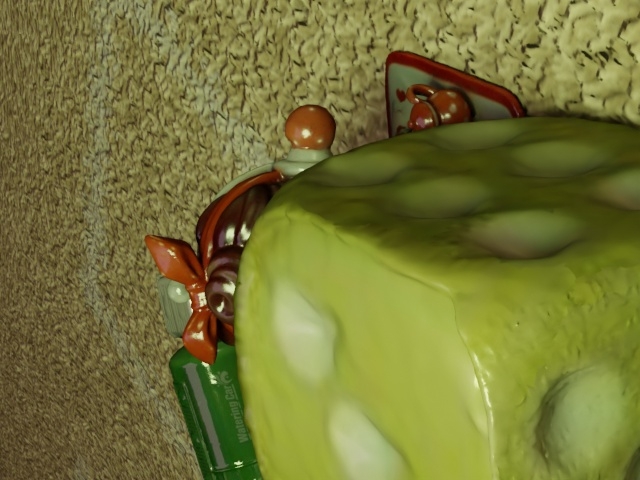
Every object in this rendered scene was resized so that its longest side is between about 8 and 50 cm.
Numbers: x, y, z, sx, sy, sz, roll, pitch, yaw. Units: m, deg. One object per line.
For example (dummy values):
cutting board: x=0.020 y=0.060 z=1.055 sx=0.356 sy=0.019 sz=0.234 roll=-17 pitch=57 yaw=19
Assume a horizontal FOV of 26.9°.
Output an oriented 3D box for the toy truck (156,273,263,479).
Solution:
toy truck: x=-0.070 y=0.128 z=1.206 sx=0.101 sy=0.125 sz=0.242 roll=-7 pitch=100 yaw=64

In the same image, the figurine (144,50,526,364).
figurine: x=0.000 y=0.000 z=0.874 sx=0.160 sy=0.226 sz=0.183 roll=32 pitch=135 yaw=53

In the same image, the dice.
dice: x=0.106 y=0.073 z=0.718 sx=0.238 sy=0.227 sz=0.233 roll=28 pitch=131 yaw=53
